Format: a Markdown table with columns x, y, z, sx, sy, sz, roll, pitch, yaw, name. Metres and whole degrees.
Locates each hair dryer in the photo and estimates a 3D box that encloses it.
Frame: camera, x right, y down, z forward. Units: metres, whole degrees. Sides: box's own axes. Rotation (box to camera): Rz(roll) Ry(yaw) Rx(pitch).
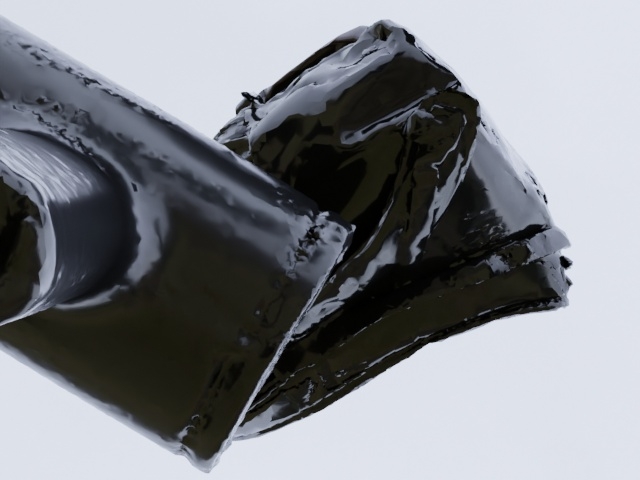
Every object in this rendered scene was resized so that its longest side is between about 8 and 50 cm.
| x | y | z | sx | sy | sz | roll | pitch | yaw | name |
| --- | --- | --- | --- | --- | --- | --- | --- | --- | --- |
| -0.081 | -0.014 | 0.411 | 0.197 | 0.251 | 0.089 | 33 | -92 | -6 | hair dryer |

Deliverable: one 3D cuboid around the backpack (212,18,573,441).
| x | y | z | sx | sy | sz | roll | pitch | yaw | name |
| --- | --- | --- | --- | --- | --- | --- | --- | --- | --- |
| -0.003 | -0.001 | 0.600 | 0.165 | 0.105 | 0.120 | -26 | -46 | 13 | backpack |
